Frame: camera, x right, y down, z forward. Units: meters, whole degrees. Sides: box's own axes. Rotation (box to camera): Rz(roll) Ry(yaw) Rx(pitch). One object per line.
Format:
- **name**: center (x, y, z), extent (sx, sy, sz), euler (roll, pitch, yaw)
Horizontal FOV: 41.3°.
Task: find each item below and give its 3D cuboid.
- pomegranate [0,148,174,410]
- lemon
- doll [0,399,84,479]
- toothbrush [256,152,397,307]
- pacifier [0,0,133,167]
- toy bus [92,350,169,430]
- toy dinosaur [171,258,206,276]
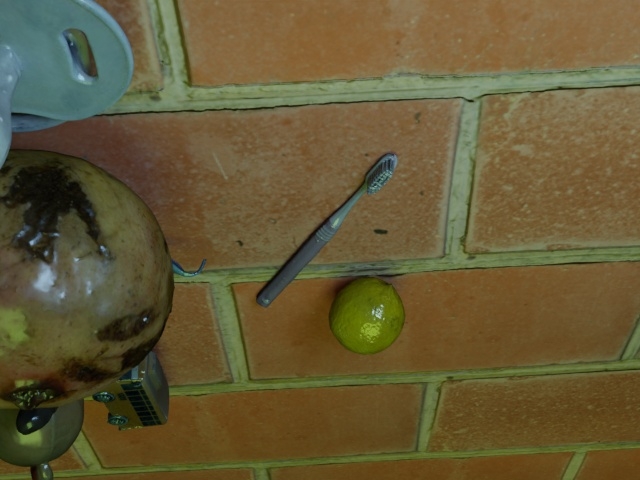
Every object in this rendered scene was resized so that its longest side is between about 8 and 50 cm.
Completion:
- **pomegranate**: center (-0.323, 0.047, 0.939), extent (0.321, 0.322, 0.322), euler (-2, 142, -1)
- **lemon**: center (0.066, 0.110, 1.227), extent (0.109, 0.109, 0.133), euler (16, 132, -23)
- **doll**: center (-0.408, 0.186, 1.221), extent (0.174, 0.235, 0.330), euler (-9, 140, -40)
- **toothbrush**: center (0.000, 0.000, 1.145), extent (0.024, 0.029, 0.354), euler (28, 134, -16)
- **pacifier**: center (-0.320, -0.136, 0.807), extent (0.278, 0.207, 0.227), euler (-1, 146, -2)
- **toy bus**: center (-0.304, 0.229, 1.368), extent (0.103, 0.091, 0.182), euler (-5, 144, 1)
- **toy dinosaur**: center (-0.252, 0.032, 1.127), extent (0.197, 0.080, 0.045), euler (6, 147, -4)
